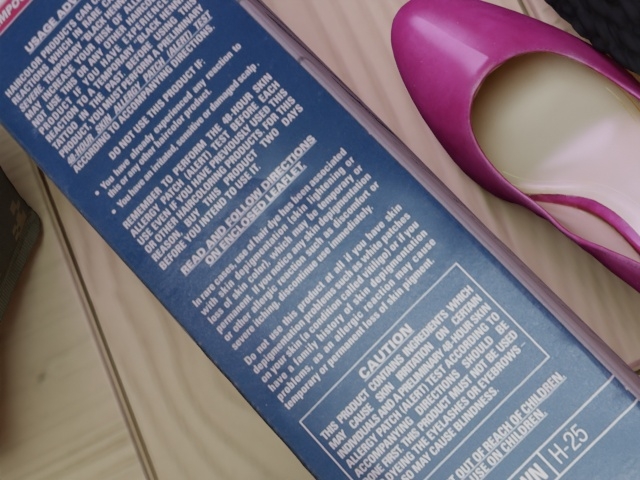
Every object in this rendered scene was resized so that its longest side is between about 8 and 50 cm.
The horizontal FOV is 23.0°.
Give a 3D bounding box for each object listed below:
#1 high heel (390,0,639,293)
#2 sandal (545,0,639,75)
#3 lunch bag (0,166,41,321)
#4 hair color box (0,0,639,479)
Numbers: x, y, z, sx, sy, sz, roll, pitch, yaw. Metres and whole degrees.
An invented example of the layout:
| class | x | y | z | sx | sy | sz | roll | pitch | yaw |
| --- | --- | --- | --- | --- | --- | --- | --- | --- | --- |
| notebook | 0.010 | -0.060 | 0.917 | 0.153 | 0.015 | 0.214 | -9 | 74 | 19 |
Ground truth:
| class | x | y | z | sx | sy | sz | roll | pitch | yaw |
| --- | --- | --- | --- | --- | --- | --- | --- | --- | --- |
| high heel | 0.110 | -0.034 | 0.636 | 0.082 | 0.117 | 0.244 | -43 | 70 | 5 |
| sandal | 0.094 | -0.279 | 0.682 | 0.107 | 0.167 | 0.446 | -18 | 71 | -14 |
| lunch bag | -0.305 | -0.016 | 0.687 | 0.287 | 0.235 | 0.169 | -1 | 57 | 16 |
| hair color box | 0.000 | 0.000 | 0.634 | 0.105 | 0.174 | 0.347 | -45 | 69 | 5 |
